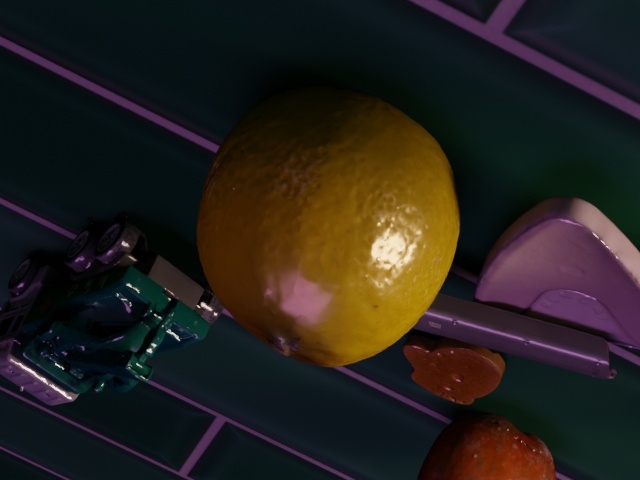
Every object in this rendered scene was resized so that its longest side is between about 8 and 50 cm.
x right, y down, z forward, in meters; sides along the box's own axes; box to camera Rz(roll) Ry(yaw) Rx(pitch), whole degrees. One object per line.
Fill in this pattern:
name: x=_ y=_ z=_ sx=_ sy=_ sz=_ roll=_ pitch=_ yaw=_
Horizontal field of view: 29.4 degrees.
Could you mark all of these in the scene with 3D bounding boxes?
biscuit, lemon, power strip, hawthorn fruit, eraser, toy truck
biscuit: x=0.148 y=0.141 z=1.397 sx=0.118 sy=0.023 sz=0.140 roll=31 pitch=150 yaw=-10
lemon: x=0.000 y=0.000 z=1.091 sx=0.240 sy=0.219 sz=0.240 roll=17 pitch=153 yaw=9
power strip: x=0.168 y=0.088 z=1.200 sx=0.253 sy=0.027 sz=0.060 roll=15 pitch=160 yaw=13
hawthorn fruit: x=0.198 y=0.299 z=1.466 sx=0.173 sy=0.173 sz=0.173 roll=18 pitch=149 yaw=11
eraser: x=0.236 y=0.027 z=1.121 sx=0.204 sy=0.059 sz=0.243 roll=13 pitch=151 yaw=20
toy truck: x=-0.274 y=0.098 z=1.483 sx=0.176 sy=0.178 sz=0.363 roll=41 pitch=149 yaw=-27
